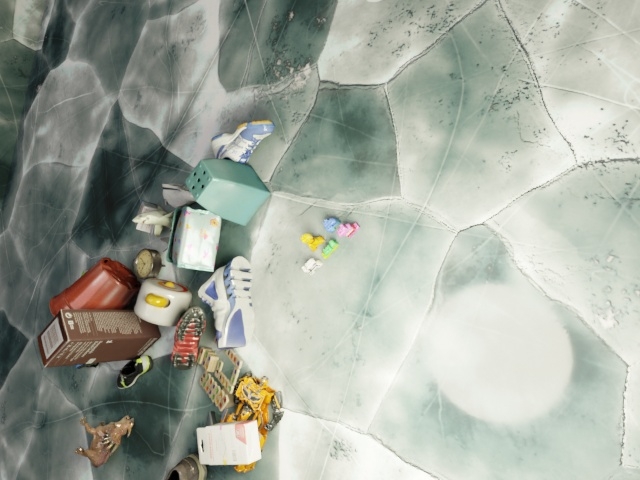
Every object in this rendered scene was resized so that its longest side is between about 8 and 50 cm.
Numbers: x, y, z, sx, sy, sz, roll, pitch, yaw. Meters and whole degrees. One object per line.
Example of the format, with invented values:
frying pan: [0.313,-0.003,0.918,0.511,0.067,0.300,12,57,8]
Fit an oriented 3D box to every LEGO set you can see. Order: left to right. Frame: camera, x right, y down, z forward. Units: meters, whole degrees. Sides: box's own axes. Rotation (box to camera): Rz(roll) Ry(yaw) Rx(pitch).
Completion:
LEGO set: [0.000,0.000,1.426,0.227,0.093,0.087,-46,59,20]

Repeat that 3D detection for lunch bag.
lunch bag: [-0.474,-0.007,1.716,0.262,0.160,0.223,6,87,63]

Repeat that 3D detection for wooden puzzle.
wooden puzzle: [-0.311,0.539,1.602,0.116,0.014,0.078,-17,68,32]

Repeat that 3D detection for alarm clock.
alarm clock: [-0.734,0.099,1.948,0.192,0.064,0.129,4,84,33]

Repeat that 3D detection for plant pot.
plant pot: [-0.921,0.230,1.939,0.265,0.272,0.272,-47,58,2]
plant pot: [-0.335,-0.180,1.610,0.166,0.234,0.165,-48,58,20]

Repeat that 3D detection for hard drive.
hard drive: [-0.374,0.654,1.576,0.135,0.022,0.094,-169,92,-73]

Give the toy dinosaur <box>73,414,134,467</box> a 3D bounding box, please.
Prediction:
toy dinosaur: [-0.893,0.844,1.899,0.200,0.127,0.296,24,102,29]

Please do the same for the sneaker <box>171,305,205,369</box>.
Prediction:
sneaker: [-0.477,0.331,1.675,0.135,0.097,0.276,-109,33,-57]

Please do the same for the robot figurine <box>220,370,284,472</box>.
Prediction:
robot figurine: [-0.233,0.576,1.493,0.211,0.085,0.291,22,95,31]

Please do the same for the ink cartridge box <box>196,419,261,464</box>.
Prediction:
ink cartridge box: [-0.286,0.625,1.430,0.198,0.067,0.115,-15,76,27]

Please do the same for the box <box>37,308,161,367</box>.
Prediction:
box: [-0.838,0.370,1.779,0.191,0.381,0.143,-42,63,23]

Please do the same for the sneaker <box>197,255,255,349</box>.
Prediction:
sneaker: [-0.334,0.225,1.617,0.182,0.127,0.315,-15,66,36]

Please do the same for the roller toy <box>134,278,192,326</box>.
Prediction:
roller toy: [-0.589,0.225,1.741,0.191,0.209,0.146,20,93,42]

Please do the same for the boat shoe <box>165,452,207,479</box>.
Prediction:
boat shoe: [-0.528,0.909,1.616,0.132,0.130,0.355,27,98,36]

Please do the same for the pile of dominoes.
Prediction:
pile of dominoes: [-0.362,0.451,1.589,0.251,0.040,0.196,21,93,55]

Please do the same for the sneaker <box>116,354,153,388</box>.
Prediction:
sneaker: [-0.783,0.530,1.886,0.234,0.097,0.084,-40,61,23]

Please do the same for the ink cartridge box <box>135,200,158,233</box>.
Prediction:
ink cartridge box: [-0.728,-0.098,1.937,0.181,0.061,0.104,30,100,61]

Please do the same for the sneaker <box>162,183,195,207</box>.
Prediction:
sneaker: [-0.552,-0.174,1.867,0.235,0.090,0.095,14,103,40]

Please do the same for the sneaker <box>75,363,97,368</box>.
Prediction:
sneaker: [-1.046,0.550,2.085,0.188,0.078,0.067,-26,38,44]

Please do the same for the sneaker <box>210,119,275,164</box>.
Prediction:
sneaker: [-0.272,-0.346,1.690,0.296,0.112,0.131,-13,88,38]

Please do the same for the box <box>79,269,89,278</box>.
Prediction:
box: [-1.104,0.333,2.177,0.232,0.058,0.322,35,104,34]

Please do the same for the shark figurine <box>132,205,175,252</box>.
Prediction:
shark figurine: [-0.619,-0.077,1.833,0.166,0.278,0.116,-32,66,-9]
